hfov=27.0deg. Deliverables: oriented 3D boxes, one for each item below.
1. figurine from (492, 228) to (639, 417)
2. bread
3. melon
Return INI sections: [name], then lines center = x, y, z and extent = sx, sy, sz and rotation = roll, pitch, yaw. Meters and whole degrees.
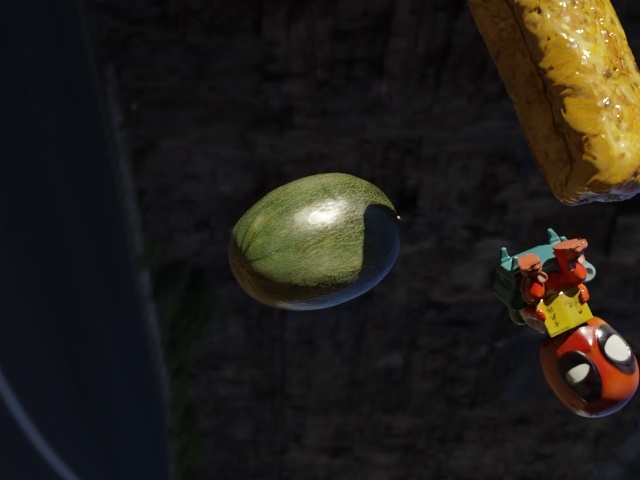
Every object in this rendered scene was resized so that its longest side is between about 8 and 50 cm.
[figurine]
center = 0.171, 0.064, 0.920
extent = 0.140, 0.068, 0.075
rotation = 66, -9, -15
[bread]
center = 0.192, -0.127, 1.012
extent = 0.083, 0.114, 0.211
rotation = -30, -105, 39
[melon]
center = 0.000, 0.000, 1.153
extent = 0.114, 0.167, 0.114
rotation = 41, -40, 46
